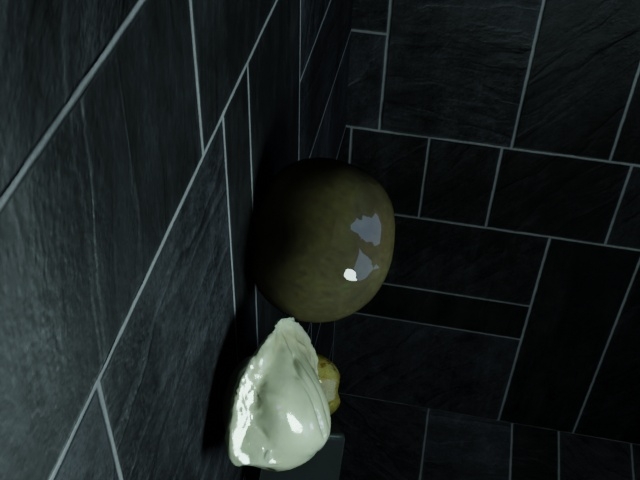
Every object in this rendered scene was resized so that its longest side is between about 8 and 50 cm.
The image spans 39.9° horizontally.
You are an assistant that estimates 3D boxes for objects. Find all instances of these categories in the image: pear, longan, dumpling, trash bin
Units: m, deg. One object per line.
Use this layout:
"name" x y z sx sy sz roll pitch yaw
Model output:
"pear" -0.048 0.399 2.375 0.228 0.211 0.188 90 9 -57
"longan" 0.000 0.000 1.943 0.361 0.361 0.361 9 90 -83
"dumpling" -0.076 0.321 1.877 0.395 0.233 0.316 2 98 -65
"trash bin" -0.064 0.555 2.277 0.115 0.225 0.165 -155 -108 -69

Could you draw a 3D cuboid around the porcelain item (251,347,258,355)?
"porcelain item" -0.101 0.322 2.116 0.147 0.147 0.114 80 18 -69
